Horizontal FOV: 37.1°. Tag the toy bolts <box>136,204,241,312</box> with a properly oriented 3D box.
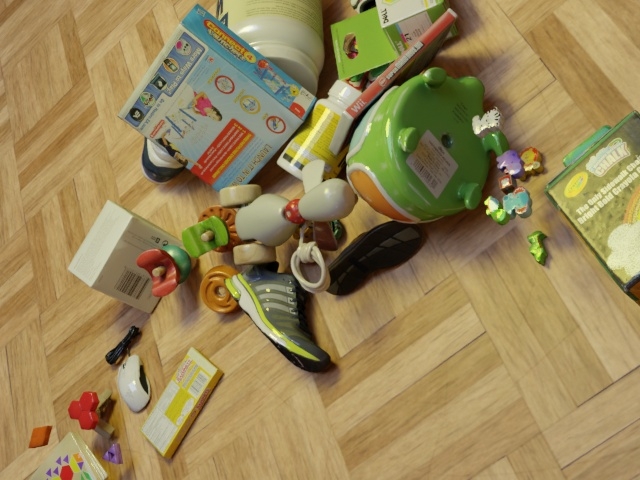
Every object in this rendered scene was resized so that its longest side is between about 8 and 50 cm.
[{"bbox_3d":[-0.245,0.050,2.018,0.228,0.158,0.218,-20,96,20],"label":"toy bolts"}]

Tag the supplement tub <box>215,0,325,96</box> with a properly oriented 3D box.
[{"bbox_3d":[-0.110,-0.456,2.065,0.235,0.235,0.325,-23,54,30],"label":"supplement tub"}]

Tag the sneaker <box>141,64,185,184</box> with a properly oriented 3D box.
[{"bbox_3d":[-0.341,-0.304,2.195,0.236,0.130,0.323,142,132,-63],"label":"sneaker"}]

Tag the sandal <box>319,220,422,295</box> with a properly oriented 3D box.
[{"bbox_3d":[0.089,0.024,1.759,0.219,0.090,0.060,-39,25,27],"label":"sandal"}]

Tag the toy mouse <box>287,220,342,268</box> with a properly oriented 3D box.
[{"bbox_3d":[0.000,0.000,1.869,0.143,0.031,0.161,29,88,46],"label":"toy mouse"}]

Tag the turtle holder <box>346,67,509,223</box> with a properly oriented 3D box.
[{"bbox_3d":[0.169,-0.182,1.679,0.227,0.243,0.320,-19,60,52],"label":"turtle holder"}]

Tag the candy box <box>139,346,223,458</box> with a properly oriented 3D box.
[{"bbox_3d":[-0.284,0.328,1.938,0.105,0.027,0.206,31,89,48],"label":"candy box"}]

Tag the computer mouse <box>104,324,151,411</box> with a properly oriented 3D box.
[{"bbox_3d":[-0.415,0.282,2.065,0.106,0.042,0.193,-41,47,15],"label":"computer mouse"}]

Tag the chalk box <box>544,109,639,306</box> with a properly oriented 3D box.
[{"bbox_3d":[0.467,-0.048,1.392,0.180,0.179,0.289,-42,46,17],"label":"chalk box"}]

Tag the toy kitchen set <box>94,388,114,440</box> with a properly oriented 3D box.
[{"bbox_3d":[-0.465,0.384,2.068,0.083,0.075,0.068,-52,-9,-41],"label":"toy kitchen set"}]

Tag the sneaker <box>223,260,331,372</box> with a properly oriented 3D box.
[{"bbox_3d":[-0.068,0.131,1.807,0.121,0.111,0.300,-42,52,-5],"label":"sneaker"}]

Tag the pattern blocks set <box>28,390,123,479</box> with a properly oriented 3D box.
[{"bbox_3d":[-0.530,0.504,2.008,0.325,0.026,0.285,-41,64,22],"label":"pattern blocks set"}]

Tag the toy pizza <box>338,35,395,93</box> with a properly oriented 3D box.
[{"bbox_3d":[0.114,-0.385,1.979,0.201,0.032,0.201,-20,56,32],"label":"toy pizza"}]

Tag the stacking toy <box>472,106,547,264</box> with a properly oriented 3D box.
[{"bbox_3d":[0.318,-0.090,1.548,0.052,0.167,0.221,-22,54,30],"label":"stacking toy"}]

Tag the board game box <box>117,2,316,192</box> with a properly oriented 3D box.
[{"bbox_3d":[-0.216,-0.272,1.949,0.308,0.302,0.086,-42,16,43],"label":"board game box"}]

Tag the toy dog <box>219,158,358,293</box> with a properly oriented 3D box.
[{"bbox_3d":[-0.040,-0.043,1.782,0.333,0.161,0.220,16,108,44],"label":"toy dog"}]

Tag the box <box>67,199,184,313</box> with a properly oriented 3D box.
[{"bbox_3d":[-0.422,0.037,2.105,0.119,0.181,0.182,27,87,45],"label":"box"}]

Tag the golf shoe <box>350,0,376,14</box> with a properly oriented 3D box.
[{"bbox_3d":[0.146,-0.544,2.024,0.186,0.067,0.086,-27,79,27],"label":"golf shoe"}]

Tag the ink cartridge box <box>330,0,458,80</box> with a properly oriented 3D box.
[{"bbox_3d":[0.128,-0.453,1.914,0.255,0.097,0.189,-20,50,15],"label":"ink cartridge box"}]

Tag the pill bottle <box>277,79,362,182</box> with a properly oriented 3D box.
[{"bbox_3d":[0.016,-0.207,1.905,0.119,0.119,0.208,36,93,45],"label":"pill bottle"}]

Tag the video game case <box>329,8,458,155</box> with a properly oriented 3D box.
[{"bbox_3d":[0.131,-0.288,1.763,0.025,0.204,0.285,43,76,4],"label":"video game case"}]
